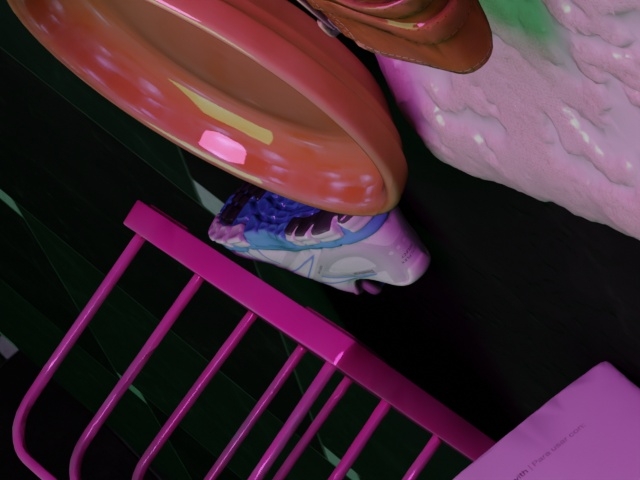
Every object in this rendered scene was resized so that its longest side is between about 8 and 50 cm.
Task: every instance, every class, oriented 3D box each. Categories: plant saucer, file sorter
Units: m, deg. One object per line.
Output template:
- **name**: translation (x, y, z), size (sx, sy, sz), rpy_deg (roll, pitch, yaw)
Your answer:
- **plant saucer**: translation (-0.046, -0.077, 0.834), size (0.200, 0.037, 0.200), rpy_deg (28, 168, 7)
- **file sorter**: translation (-0.026, 0.144, 1.226), size (0.202, 0.182, 0.290), rpy_deg (32, 176, 39)

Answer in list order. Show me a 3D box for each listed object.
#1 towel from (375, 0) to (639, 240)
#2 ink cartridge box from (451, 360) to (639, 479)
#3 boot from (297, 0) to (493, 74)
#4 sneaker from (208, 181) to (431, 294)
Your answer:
- **towel**: translation (0.088, -0.096, 0.625), size (0.332, 0.053, 0.317), rpy_deg (27, 159, 50)
- **ink cartridge box**: translation (0.208, 0.211, 0.941), size (0.201, 0.117, 0.278), rpy_deg (53, 176, -32)
- **boot**: translation (0.016, -0.094, 0.562), size (0.152, 0.073, 0.197), rpy_deg (52, -176, -45)
- **sneaker**: translation (0.000, 0.000, 1.111), size (0.083, 0.071, 0.190), rpy_deg (43, 167, -22)
